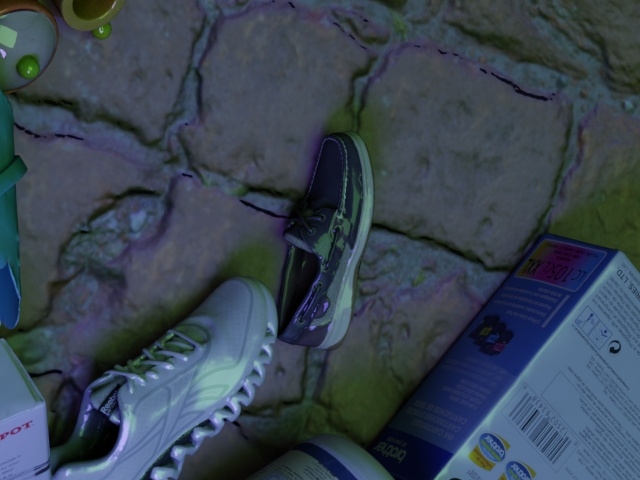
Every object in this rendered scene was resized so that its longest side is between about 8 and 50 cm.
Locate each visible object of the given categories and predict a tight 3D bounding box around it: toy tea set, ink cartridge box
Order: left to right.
[{"bbox_3d":[-0.323,0.196,1.625,0.148,0.086,0.203,-24,148,-23],"label":"ink cartridge box"},{"bbox_3d":[-0.244,-0.266,1.567,0.200,0.124,0.336,-28,142,-21],"label":"toy tea set"},{"bbox_3d":[0.232,0.228,1.939,0.270,0.151,0.395,47,74,-23],"label":"ink cartridge box"}]

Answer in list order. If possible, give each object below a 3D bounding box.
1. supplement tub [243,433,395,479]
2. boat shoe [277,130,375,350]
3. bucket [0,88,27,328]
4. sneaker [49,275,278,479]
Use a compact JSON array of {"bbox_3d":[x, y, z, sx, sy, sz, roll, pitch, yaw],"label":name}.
[{"bbox_3d":[-0.060,0.361,1.758,0.325,0.235,0.235,-32,109,-20],"label":"supplement tub"},{"bbox_3d":[-0.001,0.000,1.831,0.073,0.080,0.223,2,100,-32],"label":"boat shoe"},{"bbox_3d":[-0.376,-0.030,1.514,0.281,0.281,0.183,14,60,-28],"label":"bucket"},{"bbox_3d":[-0.150,0.145,1.746,0.292,0.110,0.118,-54,129,-13],"label":"sneaker"}]
